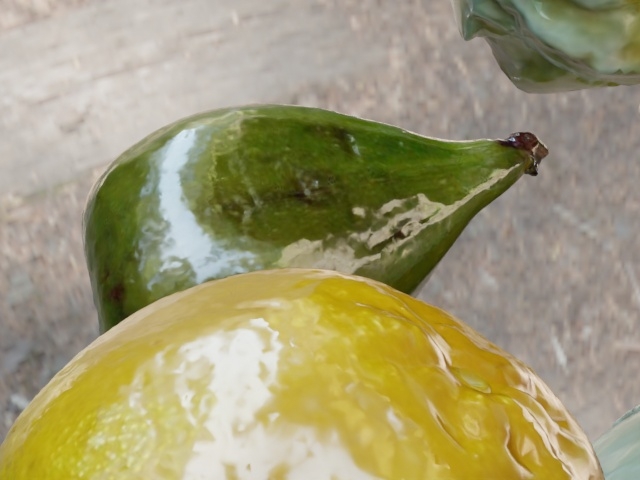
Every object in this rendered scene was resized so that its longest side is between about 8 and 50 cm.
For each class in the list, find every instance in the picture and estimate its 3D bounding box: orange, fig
[{"bbox_3d":[-0.001,0.078,0.456,0.136,0.159,0.159,-52,56,25],"label":"orange"},{"bbox_3d":[-0.004,0.014,0.793,0.185,0.126,0.133,-2,40,-15],"label":"fig"}]

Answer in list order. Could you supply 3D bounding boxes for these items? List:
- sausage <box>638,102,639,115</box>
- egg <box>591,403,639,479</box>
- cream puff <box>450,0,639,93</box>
[{"bbox_3d":[0.238,-0.087,1.168,0.076,0.076,0.141,25,19,21],"label":"sausage"},{"bbox_3d":[0.208,0.203,0.897,0.278,0.336,0.278,-1,95,-11],"label":"egg"},{"bbox_3d":[0.141,-0.257,0.735,0.275,0.378,0.378,-15,57,-4],"label":"cream puff"}]
